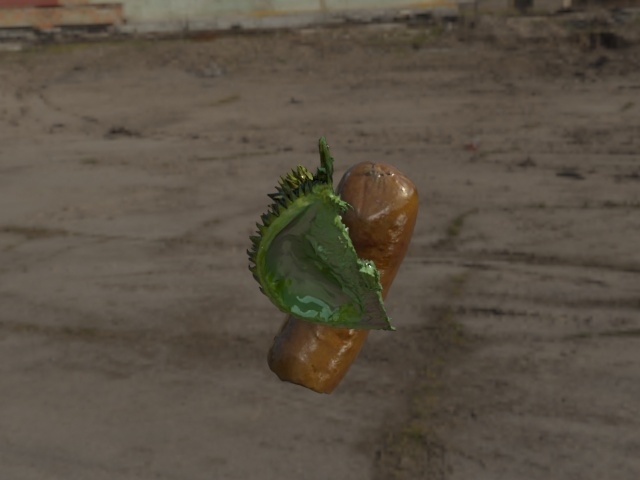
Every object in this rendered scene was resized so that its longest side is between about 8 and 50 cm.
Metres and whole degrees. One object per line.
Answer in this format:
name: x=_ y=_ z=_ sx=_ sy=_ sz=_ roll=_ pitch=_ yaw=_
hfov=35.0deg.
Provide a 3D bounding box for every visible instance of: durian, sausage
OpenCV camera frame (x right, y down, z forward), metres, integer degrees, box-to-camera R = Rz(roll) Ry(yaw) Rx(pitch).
durian: x=0.000 y=0.000 z=0.807 sx=0.100 sy=0.215 sz=0.086 roll=4 pitch=51 yaw=27
sausage: x=0.030 y=0.040 z=1.129 sx=0.109 sy=0.270 sz=0.109 roll=21 pitch=15 yaw=-6
